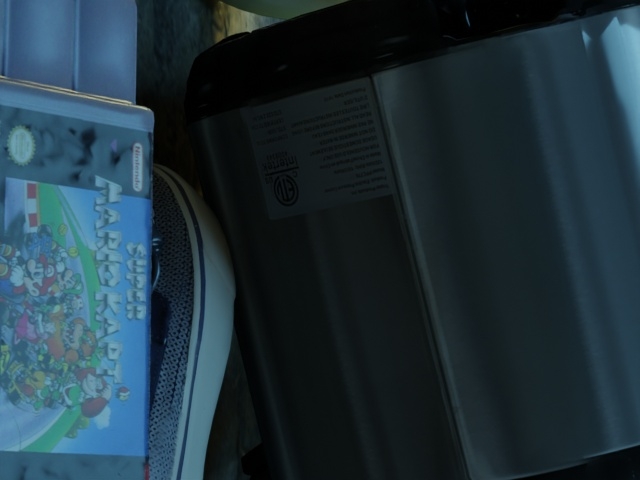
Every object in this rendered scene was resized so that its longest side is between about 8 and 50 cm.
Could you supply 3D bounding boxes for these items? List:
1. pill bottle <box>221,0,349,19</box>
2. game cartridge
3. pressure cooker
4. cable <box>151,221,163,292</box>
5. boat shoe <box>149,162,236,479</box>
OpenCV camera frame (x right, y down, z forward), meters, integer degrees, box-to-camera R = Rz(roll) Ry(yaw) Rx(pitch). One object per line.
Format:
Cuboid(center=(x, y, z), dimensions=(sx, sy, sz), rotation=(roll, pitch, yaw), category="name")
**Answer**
Cuboid(center=(-0.001, -0.348, 1.295), dimensions=(0.188, 0.188, 0.333), rotation=(40, 49, -65), category="pill bottle")
Cuboid(center=(-0.176, 0.046, 0.738), dimensions=(0.230, 0.068, 0.355), rotation=(7, 77, -35), category="game cartridge")
Cuboid(center=(0.121, 0.046, 1.099), dimensions=(0.370, 0.376, 0.420), rotation=(173, -97, -76), category="pressure cooker")
Cuboid(center=(-0.163, -0.037, 0.865), dimensions=(0.184, 0.047, 0.150), rotation=(10, 52, -41), category="cable")
Cuboid(center=(-0.141, 0.060, 0.920), dimensions=(0.158, 0.127, 0.340), rotation=(42, 32, -39), category="boat shoe")
